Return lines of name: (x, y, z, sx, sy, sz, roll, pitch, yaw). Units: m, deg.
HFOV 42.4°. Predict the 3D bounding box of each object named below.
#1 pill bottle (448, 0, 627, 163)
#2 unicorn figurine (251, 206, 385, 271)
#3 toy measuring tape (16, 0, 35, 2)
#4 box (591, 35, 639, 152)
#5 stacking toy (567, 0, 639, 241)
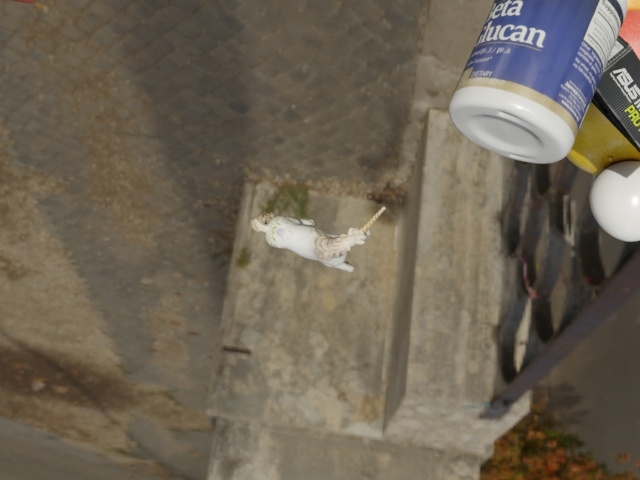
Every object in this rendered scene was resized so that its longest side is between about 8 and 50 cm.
pill bottle: (0.167, -0.151, 0.609, 0.094, 0.169, 0.094, 24, 170, 5)
unicorn figurine: (0.000, 0.000, 0.851, 0.162, 0.060, 0.111, 3, 175, 19)
toy measuring tape: (-0.279, -0.268, 0.685, 0.121, 0.121, 0.330, 33, 180, -44)
box: (0.360, -0.236, 1.091, 0.060, 0.270, 0.216, -40, 130, 17)
stacking toy: (0.488, -0.220, 1.341, 0.350, 0.480, 0.350, 0, 158, 0)
